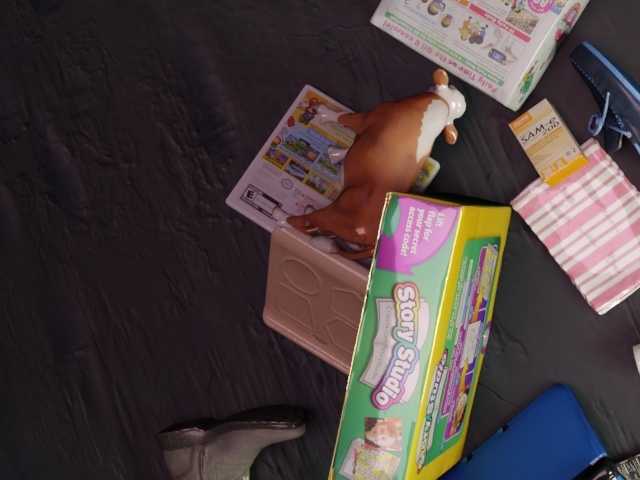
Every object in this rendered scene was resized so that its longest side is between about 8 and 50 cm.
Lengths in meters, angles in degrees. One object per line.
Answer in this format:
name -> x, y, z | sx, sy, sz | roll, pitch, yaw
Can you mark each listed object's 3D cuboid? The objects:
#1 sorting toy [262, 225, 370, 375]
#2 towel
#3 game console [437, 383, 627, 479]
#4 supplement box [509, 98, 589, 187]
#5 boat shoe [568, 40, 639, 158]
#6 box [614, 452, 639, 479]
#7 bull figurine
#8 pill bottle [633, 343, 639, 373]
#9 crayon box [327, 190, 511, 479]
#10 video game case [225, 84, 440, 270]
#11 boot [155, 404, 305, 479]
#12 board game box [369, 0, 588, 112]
sorting toy -> 0.011, 0.084, 1.838 | 0.193, 0.038, 0.208 | 30, 141, 16
towel -> 0.362, -0.019, 1.762 | 0.144, 0.029, 0.197 | -40, 78, 15
game console -> 0.294, 0.384, 1.755 | 0.293, 0.173, 0.250 | -43, 93, 16
supplement box -> 0.300, -0.128, 1.764 | 0.062, 0.036, 0.098 | -36, 64, 17
boat shoe -> 0.395, -0.139, 1.708 | 0.089, 0.109, 0.258 | -42, 76, 19
box -> 0.427, 0.320, 1.752 | 0.067, 0.018, 0.083 | -29, 82, 18
bull figurine -> 0.070, -0.105, 1.758 | 0.188, 0.101, 0.310 | 0, 49, 33
pill bottle -> 0.464, 0.142, 1.709 | 0.120, 0.067, 0.067 | -18, 85, 19
crayon box -> 0.132, 0.123, 1.696 | 0.106, 0.313, 0.363 | 13, 95, 19
video game case -> 0.016, -0.077, 1.855 | 0.227, 0.026, 0.206 | 33, 84, 16
boot -> -0.114, 0.330, 1.923 | 0.246, 0.083, 0.161 | -13, 94, 25
board game box -> 0.241, -0.357, 1.762 | 0.224, 0.097, 0.303 | 35, 101, 16
